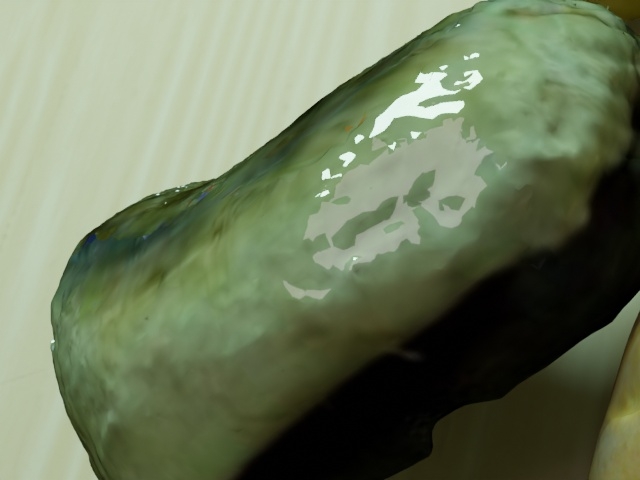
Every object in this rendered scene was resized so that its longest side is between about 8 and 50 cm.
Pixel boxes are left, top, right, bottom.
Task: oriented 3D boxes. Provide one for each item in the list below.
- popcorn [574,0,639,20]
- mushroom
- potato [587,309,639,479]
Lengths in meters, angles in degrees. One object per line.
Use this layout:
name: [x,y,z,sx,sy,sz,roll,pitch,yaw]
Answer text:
popcorn: [0.215,-0.259,0.924,0.316,0.281,0.297,-4,85,47]
mushroom: [-0.002,-0.001,0.873,0.344,0.130,0.247,-23,37,37]
potato: [0.186,0.075,0.762,0.150,0.146,0.234,-24,38,60]
